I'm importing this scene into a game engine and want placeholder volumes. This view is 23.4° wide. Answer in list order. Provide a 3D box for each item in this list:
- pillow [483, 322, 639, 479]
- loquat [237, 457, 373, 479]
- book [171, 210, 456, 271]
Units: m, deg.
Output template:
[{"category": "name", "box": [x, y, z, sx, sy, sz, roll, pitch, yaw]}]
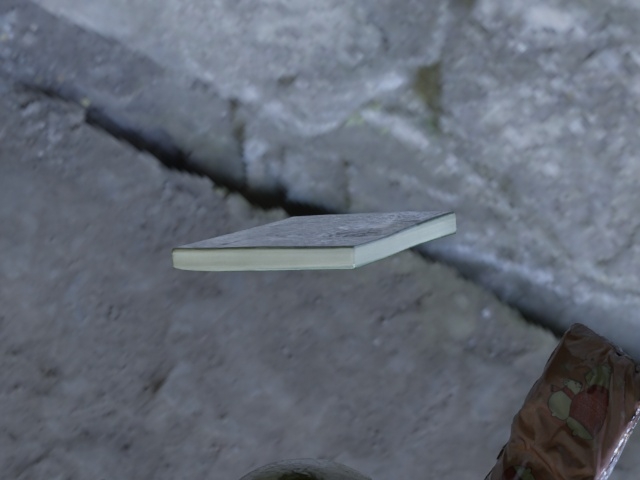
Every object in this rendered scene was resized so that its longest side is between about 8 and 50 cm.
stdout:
[{"category": "pillow", "box": [0.235, 0.213, 1.525, 0.049, 0.248, 0.135, 23, 8, -36]}, {"category": "loquat", "box": [-0.040, 0.321, 1.541, 0.213, 0.246, 0.213, -8, 90, -72]}, {"category": "book", "box": [0.000, 0.000, 1.582, 0.264, 0.202, 0.027, -17, 103, -62]}]
